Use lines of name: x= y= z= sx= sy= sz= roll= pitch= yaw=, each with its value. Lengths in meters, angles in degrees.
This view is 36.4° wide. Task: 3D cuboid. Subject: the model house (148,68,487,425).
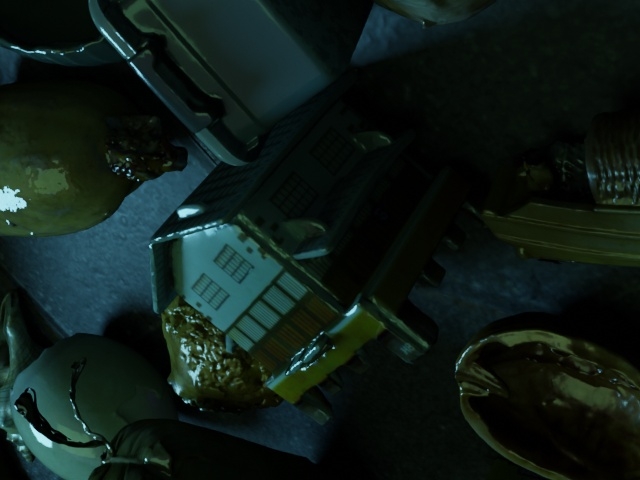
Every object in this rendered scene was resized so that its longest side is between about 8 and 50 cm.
model house: x=0.000 y=0.000 z=0.828 sx=0.215 sy=0.224 sz=0.198 roll=41 pitch=140 yaw=-5

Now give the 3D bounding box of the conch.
conch: x=-0.423 y=0.198 z=1.387 sx=0.137 sy=0.114 sz=0.234 roll=-18 pitch=78 yaw=33

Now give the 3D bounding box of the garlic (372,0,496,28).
garlic: x=0.076 y=-0.263 z=0.610 sx=0.212 sy=0.218 sz=0.218 roll=-40 pitch=99 yaw=9

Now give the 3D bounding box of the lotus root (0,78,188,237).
lotus root: x=-0.279 y=-0.088 z=0.985 sx=0.343 sy=0.169 sz=0.151 roll=0 pitch=131 yaw=37

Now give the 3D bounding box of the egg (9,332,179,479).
egg: x=-0.275 y=0.226 z=1.234 sx=0.217 sy=0.183 sz=0.183 roll=44 pitch=138 yaw=10

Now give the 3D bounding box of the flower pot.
flower pot: x=-0.218 y=-0.246 z=0.823 sx=0.243 sy=0.157 sz=0.189 roll=21 pitch=133 yaw=22

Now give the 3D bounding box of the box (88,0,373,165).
box: x=-0.052 y=-0.179 z=0.709 sx=0.130 sy=0.227 sz=0.162 roll=-27 pitch=117 yaw=33

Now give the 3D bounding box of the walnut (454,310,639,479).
walnut: x=0.228 y=0.135 z=0.866 sx=0.211 sy=0.087 sz=0.167 roll=25 pitch=129 yaw=14

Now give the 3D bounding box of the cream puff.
cream puff: x=-0.099 y=0.111 z=1.055 sx=0.189 sy=0.129 sz=0.189 roll=20 pitch=131 yaw=25

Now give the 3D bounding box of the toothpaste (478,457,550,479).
toothpaste: x=0.247 y=0.385 z=1.069 sx=0.110 sy=0.077 sz=0.327 roll=5 pitch=127 yaw=30

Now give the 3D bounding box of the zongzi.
zongzi: x=-0.147 y=0.373 z=1.023 sx=0.181 sy=0.418 sz=0.447 roll=-6 pitch=152 yaw=44

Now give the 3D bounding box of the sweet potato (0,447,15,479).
sweet potato: x=-0.578 y=0.384 z=1.659 sx=0.114 sy=0.092 sz=0.341 roll=-10 pitch=121 yaw=12

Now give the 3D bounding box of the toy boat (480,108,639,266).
toy boat: x=0.261 y=-0.044 z=0.691 sx=0.310 sy=0.089 sz=0.115 roll=2 pitch=134 yaw=34
